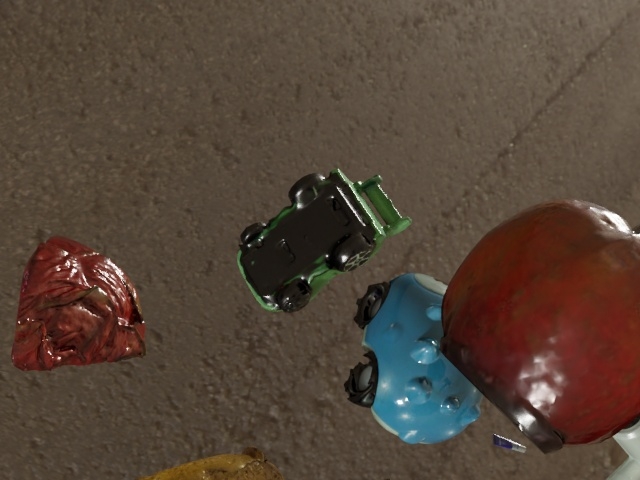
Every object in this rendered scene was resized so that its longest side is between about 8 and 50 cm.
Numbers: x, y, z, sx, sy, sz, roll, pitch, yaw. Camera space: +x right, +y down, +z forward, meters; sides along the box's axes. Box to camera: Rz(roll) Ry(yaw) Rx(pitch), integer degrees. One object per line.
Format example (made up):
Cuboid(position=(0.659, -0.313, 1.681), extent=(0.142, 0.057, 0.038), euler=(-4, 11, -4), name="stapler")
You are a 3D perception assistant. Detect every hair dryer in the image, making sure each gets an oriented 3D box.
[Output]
Cuboid(position=(0.287, 0.227, 0.685), extent=(0.137, 0.047, 0.082), euler=(-45, 105, -2), name="hair dryer")

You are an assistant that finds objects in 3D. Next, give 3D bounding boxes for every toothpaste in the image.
Cuboid(position=(0.403, 0.438, 1.528), extent=(0.083, 0.015, 0.024), euler=(23, 51, -16), name="toothpaste")

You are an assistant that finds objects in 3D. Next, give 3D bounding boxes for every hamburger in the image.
Cuboid(position=(-0.147, 0.367, 0.922), extent=(0.244, 0.244, 0.163), euler=(0, 70, -44), name="hamburger")

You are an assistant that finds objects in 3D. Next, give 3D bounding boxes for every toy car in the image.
Cuboid(position=(0.000, 0.000, 1.543), extent=(0.213, 0.358, 0.176), euler=(55, 13, 22), name="toy car")
Cuboid(position=(0.161, 0.159, 1.024), extent=(0.188, 0.190, 0.255), euler=(30, 50, -21), name="toy car")

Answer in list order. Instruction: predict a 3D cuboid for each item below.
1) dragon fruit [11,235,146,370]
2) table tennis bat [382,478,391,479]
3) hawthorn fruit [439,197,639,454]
Cuboid(position=(-0.490, 0.176, 1.374), extent=(0.302, 0.240, 0.330), euler=(33, 18, -5), name="dragon fruit")
Cuboid(position=(0.147, 0.392, 0.820), extent=(0.274, 0.154, 0.021), euler=(54, 35, 0), name="table tennis bat")
Cuboid(position=(0.222, 0.058, 0.635), extent=(0.215, 0.215, 0.250), euler=(10, 121, -44), name="hawthorn fruit")
